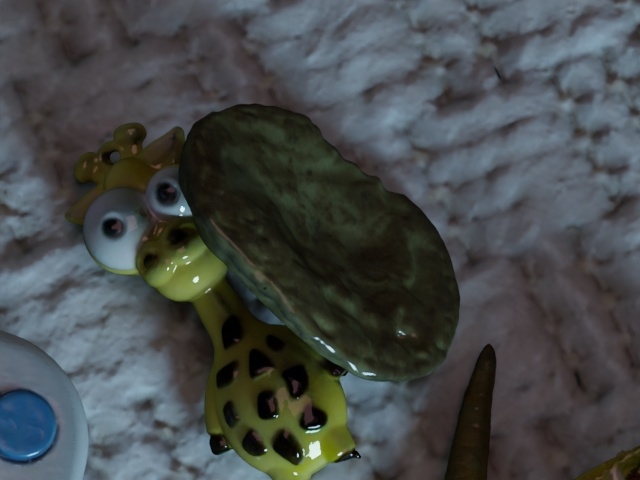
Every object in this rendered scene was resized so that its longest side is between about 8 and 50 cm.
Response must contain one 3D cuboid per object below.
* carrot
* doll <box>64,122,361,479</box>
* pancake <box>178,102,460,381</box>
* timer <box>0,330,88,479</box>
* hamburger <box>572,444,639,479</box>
[{"bbox_3d":[0.096,0.188,1.378,0.049,0.049,0.254,17,65,-6],"label":"carrot"},{"bbox_3d":[-0.073,0.045,1.363,0.117,0.086,0.291,-34,81,4],"label":"doll"},{"bbox_3d":[-0.001,0.001,1.364,0.236,0.042,0.222,26,41,-31],"label":"pancake"},{"bbox_3d":[-0.281,0.174,1.275,0.237,0.087,0.262,14,69,-8],"label":"timer"},{"bbox_3d":[0.242,0.226,1.356,0.210,0.116,0.173,-19,80,-17],"label":"hamburger"}]
